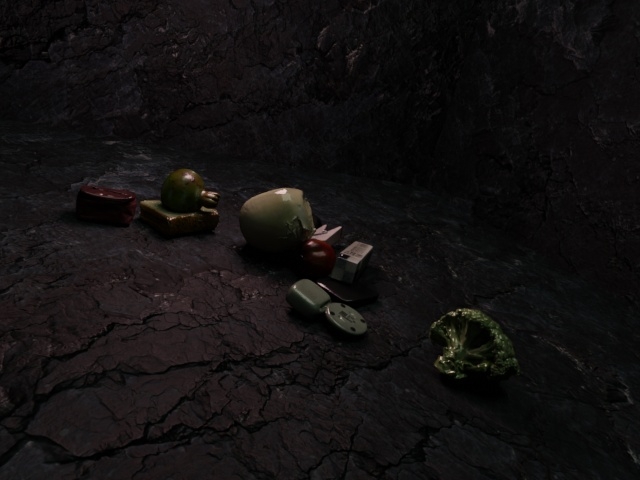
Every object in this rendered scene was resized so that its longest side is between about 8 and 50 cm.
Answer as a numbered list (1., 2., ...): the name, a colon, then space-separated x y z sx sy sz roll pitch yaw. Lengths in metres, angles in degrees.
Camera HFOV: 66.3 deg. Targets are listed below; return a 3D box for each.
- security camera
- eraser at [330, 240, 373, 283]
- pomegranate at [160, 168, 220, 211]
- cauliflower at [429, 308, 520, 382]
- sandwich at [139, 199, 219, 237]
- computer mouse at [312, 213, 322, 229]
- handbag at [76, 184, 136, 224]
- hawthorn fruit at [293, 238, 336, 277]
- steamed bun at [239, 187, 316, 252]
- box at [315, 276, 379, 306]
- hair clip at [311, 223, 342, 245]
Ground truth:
1. security camera: 0.020 0.244 1.680 0.302 0.080 0.157 33 22 17
2. eraser: 0.142 0.088 2.089 0.098 0.096 0.404 18 13 12
3. pomegranate: -0.560 -0.212 2.079 0.241 0.159 0.190 29 26 30
4. cauliflower: 0.474 0.360 1.559 0.250 0.275 0.272 -36 80 -21
5. sandwich: -0.618 -0.107 2.127 0.249 0.095 0.273 24 22 33
6. computer mouse: -0.069 -0.093 2.521 0.147 0.088 0.264 16 22 9
7. handbag: -0.870 -0.150 1.995 0.225 0.135 0.146 8 16 -17
8. hawthorn fruit: -0.013 0.075 1.992 0.188 0.168 0.169 9 20 -35
9. steamed bun: -0.181 -0.061 2.079 0.312 0.232 0.334 -18 -20 12
10. box: 0.105 0.193 1.921 0.201 0.042 0.213 29 23 35
11. hair clip: -0.001 0.004 2.298 0.101 0.085 0.331 19 26 17
